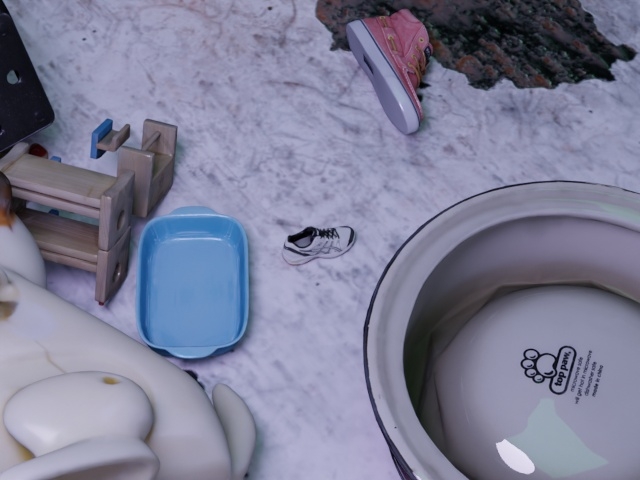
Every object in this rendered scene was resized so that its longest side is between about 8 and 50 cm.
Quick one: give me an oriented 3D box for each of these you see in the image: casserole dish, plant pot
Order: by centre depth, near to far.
[{"bbox_3d":[-0.131,0.048,1.408,0.114,0.037,0.188,-1,54,-3],"label":"casserole dish"},{"bbox_3d":[-0.383,-0.163,1.423,0.188,0.187,0.167,-32,29,-22],"label":"plant pot"}]

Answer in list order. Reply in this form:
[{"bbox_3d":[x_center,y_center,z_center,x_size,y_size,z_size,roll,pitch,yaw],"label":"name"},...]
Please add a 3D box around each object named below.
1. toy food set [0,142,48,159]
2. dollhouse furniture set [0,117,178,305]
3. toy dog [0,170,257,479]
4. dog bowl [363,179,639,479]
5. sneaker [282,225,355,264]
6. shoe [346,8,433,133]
[{"bbox_3d":[-0.340,-0.069,1.499,0.078,0.019,0.122,25,49,15],"label":"toy food set"},{"bbox_3d":[-0.245,-0.042,1.436,0.129,0.129,0.183,15,30,9],"label":"dollhouse furniture set"},{"bbox_3d":[-0.283,0.108,1.214,0.395,0.284,0.408,-24,57,-34],"label":"toy dog"},{"bbox_3d":[0.239,0.145,1.283,0.408,0.150,0.408,1,54,-1],"label":"dog bowl"},{"bbox_3d":[0.000,0.000,1.449,0.083,0.037,0.032,-20,55,-18],"label":"sneaker"},{"bbox_3d":[0.098,-0.200,1.584,0.081,0.063,0.178,-19,52,-10],"label":"shoe"}]
